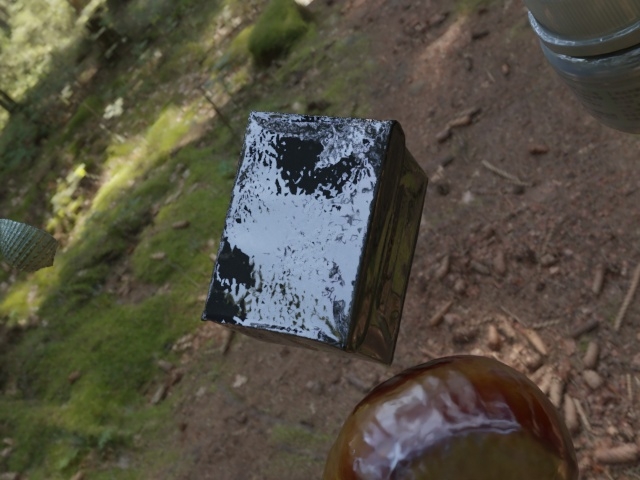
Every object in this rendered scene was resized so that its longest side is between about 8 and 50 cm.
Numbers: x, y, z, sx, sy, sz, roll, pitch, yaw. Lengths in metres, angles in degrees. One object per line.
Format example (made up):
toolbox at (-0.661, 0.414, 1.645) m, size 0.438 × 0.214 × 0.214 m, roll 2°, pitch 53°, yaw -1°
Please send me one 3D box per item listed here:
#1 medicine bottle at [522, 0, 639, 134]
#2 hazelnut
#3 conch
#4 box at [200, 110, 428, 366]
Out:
medicine bottle at (0.404, -0.307, 1.064) m, size 0.245 × 0.306 × 0.245 m, roll -23°, pitch 51°, yaw 32°
hazelnut at (0.099, 0.192, 0.659) m, size 0.212 × 0.181 × 0.181 m, roll -38°, pitch 79°, yaw -1°
conch at (-0.379, 0.009, 1.045) m, size 0.076 × 0.085 × 0.057 m, roll -20°, pitch 55°, yaw 48°
box at (0.000, 0.000, 1.269) m, size 0.251 × 0.204 × 0.345 m, roll 7°, pitch 76°, yaw 24°
